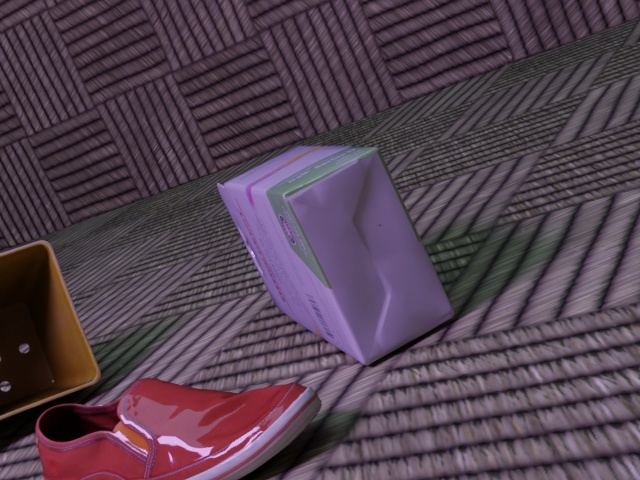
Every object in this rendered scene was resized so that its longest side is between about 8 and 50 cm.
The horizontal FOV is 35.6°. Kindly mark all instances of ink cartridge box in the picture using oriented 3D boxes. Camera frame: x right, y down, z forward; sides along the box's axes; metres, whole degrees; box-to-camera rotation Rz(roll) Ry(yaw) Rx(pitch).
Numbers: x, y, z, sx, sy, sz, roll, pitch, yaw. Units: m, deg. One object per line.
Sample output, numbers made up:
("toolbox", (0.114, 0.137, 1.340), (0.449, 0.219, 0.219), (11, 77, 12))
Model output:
("ink cartridge box", (0.000, 0.000, 1.173), (0.119, 0.207, 0.353), (-29, 14, -13))

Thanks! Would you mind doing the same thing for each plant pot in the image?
("plant pot", (-0.455, 0.150, 1.399), (0.212, 0.212, 0.187), (-20, -8, -24))

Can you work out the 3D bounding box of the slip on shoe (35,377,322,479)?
("slip on shoe", (-0.150, 0.183, 0.960), (0.331, 0.101, 0.123), (-16, 14, 30))
